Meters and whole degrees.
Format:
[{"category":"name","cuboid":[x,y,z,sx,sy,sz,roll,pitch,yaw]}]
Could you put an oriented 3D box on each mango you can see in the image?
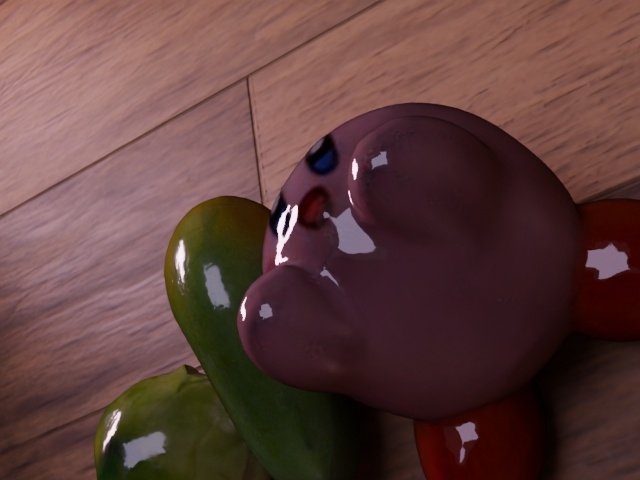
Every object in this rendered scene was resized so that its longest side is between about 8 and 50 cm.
[{"category":"mango","cuboid":[-0.037,0.081,1.221,0.114,0.156,0.251,-29,82,-7]}]

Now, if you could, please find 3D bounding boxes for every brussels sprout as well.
[{"category":"brussels sprout","cuboid":[-0.121,0.177,1.285,0.151,0.122,0.149,34,103,44]}]

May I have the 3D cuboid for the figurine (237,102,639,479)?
[{"category":"figurine","cuboid":[0.080,0.021,1.112,0.269,0.261,0.211,-55,21,16]}]
